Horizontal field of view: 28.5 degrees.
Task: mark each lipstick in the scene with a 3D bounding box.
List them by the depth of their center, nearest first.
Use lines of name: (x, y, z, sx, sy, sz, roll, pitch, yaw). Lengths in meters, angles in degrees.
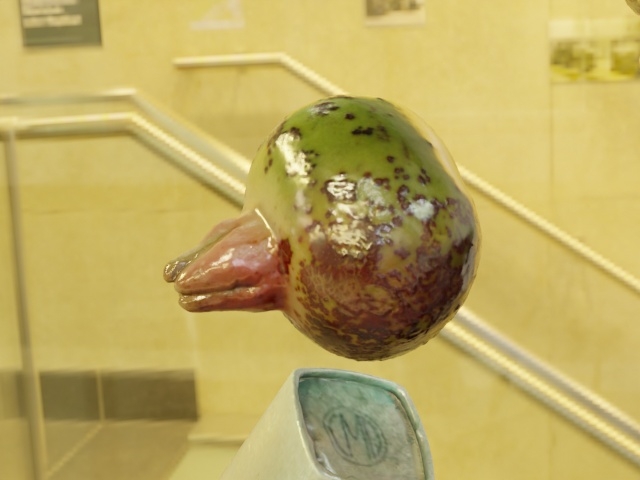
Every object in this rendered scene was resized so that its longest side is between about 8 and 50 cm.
lipstick: (-0.036, 0.162, 0.586, 0.078, 0.253, 0.077, 13, 39, -27)

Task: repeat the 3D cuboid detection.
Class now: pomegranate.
pomegranate: (0.000, 0.000, 0.972, 0.247, 0.214, 0.214, -18, 17, -20)

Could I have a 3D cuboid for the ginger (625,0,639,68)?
ginger: (0.233, -0.141, 0.850, 0.052, 0.193, 0.176, 1, 3, 19)
